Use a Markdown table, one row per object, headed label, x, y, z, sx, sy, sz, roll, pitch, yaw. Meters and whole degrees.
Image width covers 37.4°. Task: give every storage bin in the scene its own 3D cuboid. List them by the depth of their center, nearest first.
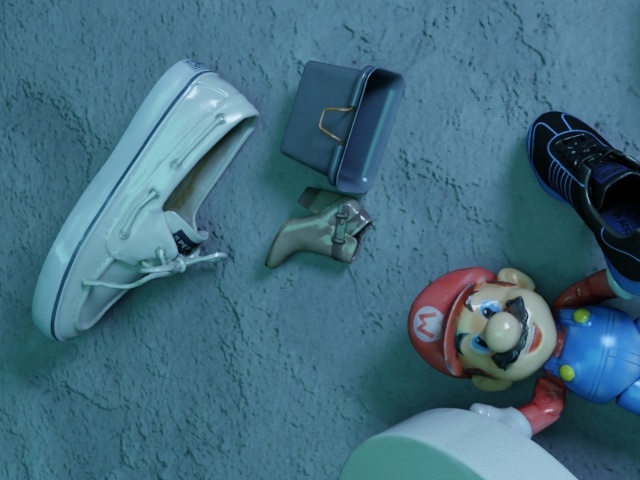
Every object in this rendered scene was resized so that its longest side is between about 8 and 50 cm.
| label | x | y | z | sx | sy | sz | roll | pitch | yaw |
| --- | --- | --- | --- | --- | --- | --- | --- | --- | --- |
| storage bin | 0.015 | -0.129 | 1.014 | 0.091 | 0.098 | 0.135 | 22 | 102 | 29 |

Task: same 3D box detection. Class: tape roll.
| label | x | y | z | sx | sy | sz | roll | pitch | yaw |
| --- | --- | --- | --- | --- | --- | --- | --- | --- | --- |
| tape roll | 0.153 | 0.348 | 0.886 | 0.392 | 0.072 | 0.392 | 31 | 131 | 44 |

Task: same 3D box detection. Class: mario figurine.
| label | x | y | z | sx | sy | sz | roll | pitch | yaw |
| --- | --- | --- | --- | --- | --- | --- | --- | --- | --- |
| mario figurine | 0.237 | 0.107 | 0.889 | 0.320 | 0.198 | 0.170 | 12 | 138 | 14 |

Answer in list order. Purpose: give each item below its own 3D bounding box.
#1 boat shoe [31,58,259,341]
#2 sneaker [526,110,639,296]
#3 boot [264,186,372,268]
| label | x | y | z | sx | sy | sz | roll | pitch | yaw |
| --- | --- | --- | --- | --- | --- | --- | --- | --- | --- |
| boat shoe | -0.181 | -0.013 | 1.083 | 0.156 | 0.136 | 0.367 | 35 | 95 | 12 |
| sneaker | 0.257 | -0.059 | 0.870 | 0.081 | 0.090 | 0.232 | -24 | 49 | -1 |
| boot | 0.000 | 0.000 | 1.051 | 0.087 | 0.042 | 0.118 | 33 | 105 | 14 |
